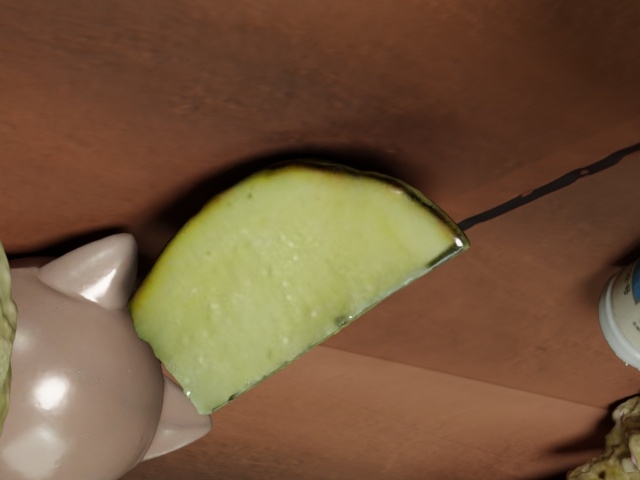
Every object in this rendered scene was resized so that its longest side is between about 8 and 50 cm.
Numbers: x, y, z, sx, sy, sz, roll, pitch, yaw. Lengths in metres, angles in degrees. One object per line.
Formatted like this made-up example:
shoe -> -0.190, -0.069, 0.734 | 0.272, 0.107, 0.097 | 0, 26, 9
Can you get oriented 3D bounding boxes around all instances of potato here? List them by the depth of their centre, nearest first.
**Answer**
potato -> 0.000, 0.000, 0.892 | 0.149, 0.081, 0.120 | -34, 179, 22

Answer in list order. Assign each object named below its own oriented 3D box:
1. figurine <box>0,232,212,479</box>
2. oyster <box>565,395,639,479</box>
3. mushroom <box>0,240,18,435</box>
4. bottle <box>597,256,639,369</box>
figurine -> -0.130, 0.063, 0.931 | 0.138, 0.125, 0.125 | -21, 157, 4
oyster -> 0.315, 0.106, 1.181 | 0.361, 0.096, 0.221 | -13, 151, 12
mushroom -> -0.246, 0.027, 0.744 | 0.189, 0.164, 0.267 | 16, 153, -36
bottle -> 0.205, 0.002, 0.925 | 0.060, 0.060, 0.217 | 4, 158, -23
